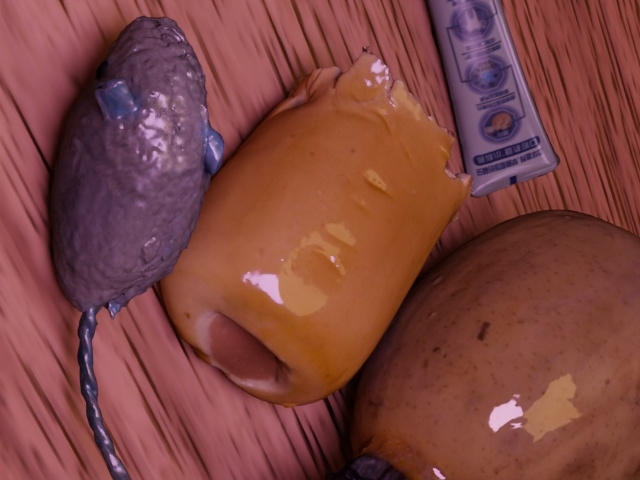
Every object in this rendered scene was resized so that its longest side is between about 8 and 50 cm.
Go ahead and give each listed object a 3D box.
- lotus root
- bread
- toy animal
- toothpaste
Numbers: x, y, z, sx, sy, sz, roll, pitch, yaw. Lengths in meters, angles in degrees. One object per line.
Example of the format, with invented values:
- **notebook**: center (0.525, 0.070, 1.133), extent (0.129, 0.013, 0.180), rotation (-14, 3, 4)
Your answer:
- **lotus root**: center (0.099, 0.100, 0.888), extent (0.310, 0.182, 0.183), rotation (-36, 120, -38)
- **bread**: center (0.002, 0.001, 0.825), extent (0.173, 0.085, 0.134), rotation (-58, 132, -27)
- **toy animal**: center (-0.090, 0.021, 0.728), extent (0.070, 0.079, 0.253), rotation (2, 92, -27)
- **toothpaste**: center (0.090, -0.135, 0.944), extent (0.062, 0.039, 0.239), rotation (-21, 116, -2)
